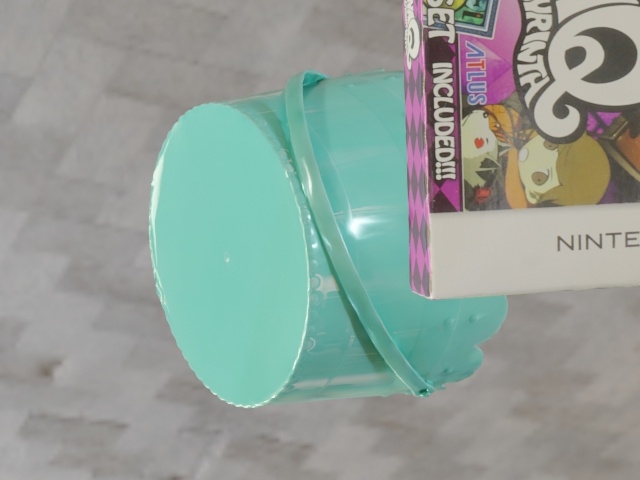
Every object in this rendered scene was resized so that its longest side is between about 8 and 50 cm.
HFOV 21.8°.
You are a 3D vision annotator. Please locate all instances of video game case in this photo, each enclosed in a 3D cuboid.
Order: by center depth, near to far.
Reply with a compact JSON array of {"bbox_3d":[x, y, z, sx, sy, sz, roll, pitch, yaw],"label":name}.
[{"bbox_3d":[0.134,-0.098,0.628,0.210,0.232,0.042,-3,-174,-10],"label":"video game case"}]

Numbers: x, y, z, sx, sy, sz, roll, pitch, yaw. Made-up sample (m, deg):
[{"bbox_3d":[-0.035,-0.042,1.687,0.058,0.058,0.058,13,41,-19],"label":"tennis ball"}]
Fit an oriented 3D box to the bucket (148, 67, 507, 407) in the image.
[{"bbox_3d":[0.000,0.000,1.322,0.183,0.281,0.281,-10,152,-34],"label":"bucket"}]
